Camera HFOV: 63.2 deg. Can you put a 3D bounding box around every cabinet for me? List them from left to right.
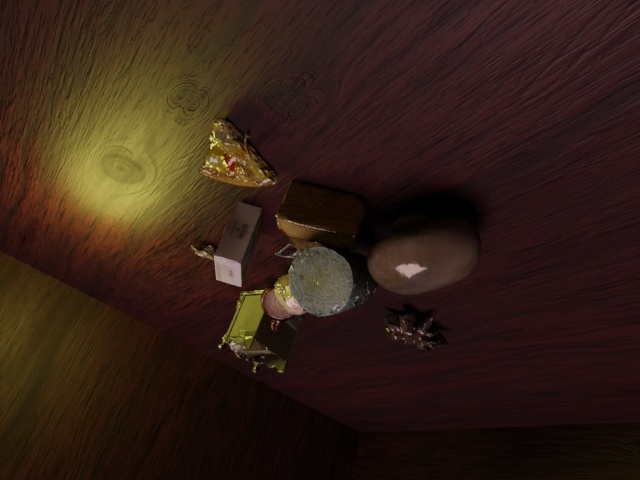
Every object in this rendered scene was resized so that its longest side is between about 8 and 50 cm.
[{"bbox_3d":[-0.289,0.453,2.570,0.227,0.318,0.290,-9,139,37],"label":"cabinet"}]

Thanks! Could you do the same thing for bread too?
[{"bbox_3d":[0.002,-0.082,1.727,0.274,0.185,0.114,14,144,6],"label":"bread"}]

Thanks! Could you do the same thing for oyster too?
[{"bbox_3d":[-0.496,0.057,2.326,0.177,0.056,0.105,20,155,0],"label":"oyster"}]

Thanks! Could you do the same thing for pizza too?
[{"bbox_3d":[-0.304,-0.281,1.688,0.280,0.075,0.288,6,146,18],"label":"pizza"}]

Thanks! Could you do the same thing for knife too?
[{"bbox_3d":[-0.038,0.086,2.126,0.278,0.053,0.123,32,142,-21],"label":"knife"}]

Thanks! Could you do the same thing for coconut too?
[{"bbox_3d":[-0.096,0.233,2.267,0.194,0.194,0.194,14,148,9],"label":"coconut"}]

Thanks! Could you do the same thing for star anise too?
[{"bbox_3d":[0.426,0.403,2.306,0.315,0.108,0.315,21,148,13],"label":"star anise"}]

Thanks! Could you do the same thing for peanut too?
[{"bbox_3d":[0.000,0.000,1.919,0.233,0.110,0.197,20,153,-1],"label":"peanut"}]

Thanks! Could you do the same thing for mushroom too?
[{"bbox_3d":[0.315,0.015,1.639,0.362,0.295,0.362,-14,169,-3],"label":"mushroom"}]

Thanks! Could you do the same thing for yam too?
[{"bbox_3d":[0.055,0.130,1.734,0.241,0.241,0.348,5,179,23],"label":"yam"}]

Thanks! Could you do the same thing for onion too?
[{"bbox_3d":[-0.188,0.317,2.411,0.195,0.218,0.140,10,178,-8],"label":"onion"}]

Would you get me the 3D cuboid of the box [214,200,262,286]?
[{"bbox_3d":[-0.307,0.012,1.963,0.111,0.260,0.194,14,149,1],"label":"box"}]
